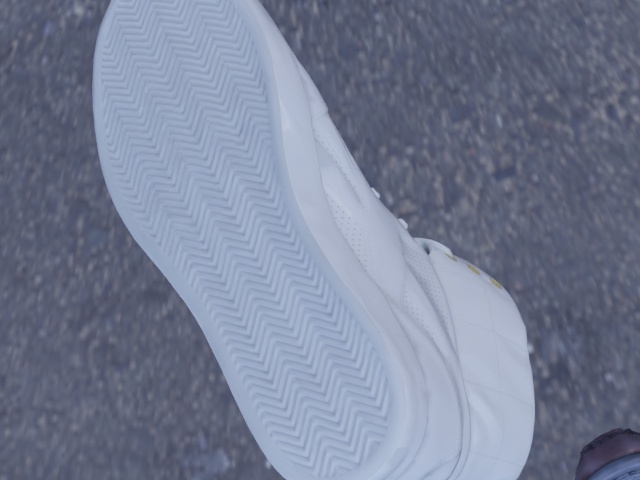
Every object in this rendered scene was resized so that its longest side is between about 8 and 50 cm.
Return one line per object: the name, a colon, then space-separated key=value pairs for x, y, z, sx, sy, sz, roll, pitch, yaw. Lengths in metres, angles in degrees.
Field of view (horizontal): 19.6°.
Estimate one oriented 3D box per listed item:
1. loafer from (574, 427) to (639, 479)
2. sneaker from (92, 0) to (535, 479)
loafer: x=0.250 y=0.214 z=1.364 sx=0.109 sy=0.095 sz=0.302 roll=-29 pitch=135 yaw=11
sneaker: x=0.000 y=0.000 z=0.893 sx=0.108 sy=0.292 sz=0.169 roll=-35 pitch=153 yaw=22
